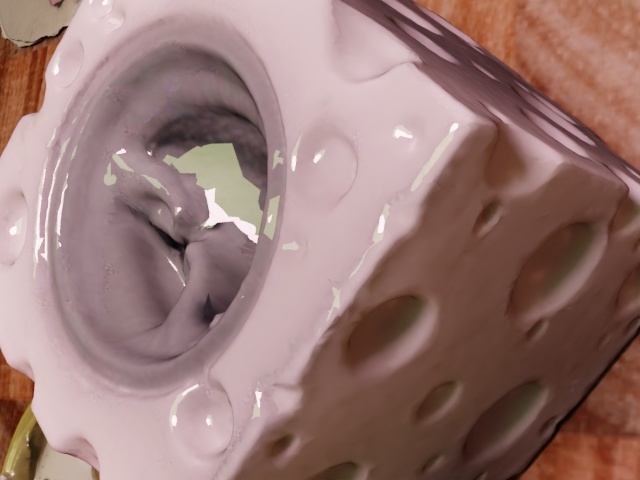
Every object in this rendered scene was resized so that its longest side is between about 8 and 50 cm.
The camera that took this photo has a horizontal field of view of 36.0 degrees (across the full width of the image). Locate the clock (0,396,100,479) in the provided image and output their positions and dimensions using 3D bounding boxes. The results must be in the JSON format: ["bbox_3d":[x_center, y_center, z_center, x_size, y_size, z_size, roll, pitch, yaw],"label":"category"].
[{"bbox_3d":[-0.159,0.201,0.734,0.237,0.057,0.237,-12,71,39],"label":"clock"}]

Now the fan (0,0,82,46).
[{"bbox_3d":[-0.232,-0.230,0.916,0.182,0.010,0.310,-55,51,18],"label":"fan"}]

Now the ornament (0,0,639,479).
[{"bbox_3d":[0.000,0.000,0.509,0.240,0.239,0.239,48,114,37],"label":"ornament"}]
